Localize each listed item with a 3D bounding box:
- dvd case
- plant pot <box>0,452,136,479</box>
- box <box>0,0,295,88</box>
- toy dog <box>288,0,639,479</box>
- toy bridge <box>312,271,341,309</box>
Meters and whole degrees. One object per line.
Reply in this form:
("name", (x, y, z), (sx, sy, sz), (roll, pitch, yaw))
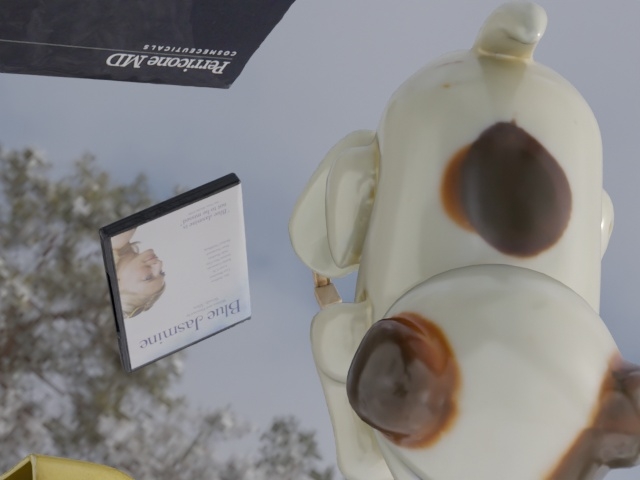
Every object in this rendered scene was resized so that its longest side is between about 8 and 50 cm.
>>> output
("dvd case", (-0.172, 0.043, 1.935), (0.022, 0.180, 0.253), (50, -25, 36))
("plant pot", (-0.144, 0.175, 0.936), (0.083, 0.081, 0.081), (7, -26, -33))
("box", (-0.136, -0.253, 0.872), (0.312, 0.343, 0.179), (-46, -124, 39))
("toy dog", (0.145, 0.052, 1.275), (0.284, 0.408, 0.395), (18, -53, -12))
("toy bridge", (0.000, 0.000, 1.759), (0.026, 0.063, 0.188), (-16, -41, -12))
